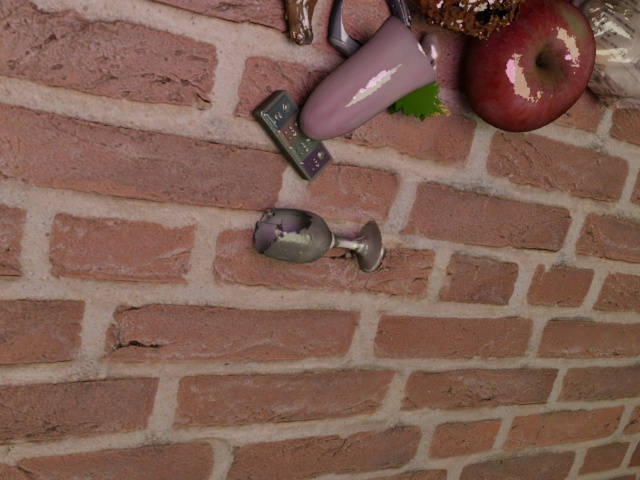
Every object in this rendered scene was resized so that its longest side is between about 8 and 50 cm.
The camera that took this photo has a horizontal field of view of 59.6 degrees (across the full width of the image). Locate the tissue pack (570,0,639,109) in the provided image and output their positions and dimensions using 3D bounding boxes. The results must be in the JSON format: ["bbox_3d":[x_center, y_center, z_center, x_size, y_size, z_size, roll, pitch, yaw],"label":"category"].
[{"bbox_3d":[0.857,-0.595,1.574,0.376,0.195,0.390,33,91,-26],"label":"tissue pack"}]

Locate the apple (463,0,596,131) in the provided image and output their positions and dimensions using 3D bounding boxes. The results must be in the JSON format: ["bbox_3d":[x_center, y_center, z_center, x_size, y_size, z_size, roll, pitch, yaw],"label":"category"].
[{"bbox_3d":[0.510,-0.444,1.418,0.345,0.269,0.344,-3,102,-13],"label":"apple"}]

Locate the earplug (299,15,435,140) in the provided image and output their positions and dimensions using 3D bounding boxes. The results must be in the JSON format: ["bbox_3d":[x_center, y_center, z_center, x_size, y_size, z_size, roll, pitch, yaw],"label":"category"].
[{"bbox_3d":[0.080,-0.332,1.237,0.301,0.172,0.172,-36,122,4],"label":"earplug"}]

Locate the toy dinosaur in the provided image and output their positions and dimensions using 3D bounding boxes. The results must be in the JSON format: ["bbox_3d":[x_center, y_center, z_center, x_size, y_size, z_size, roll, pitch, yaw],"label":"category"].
[{"bbox_3d":[0.241,-0.395,1.391,0.177,0.152,0.194,-59,144,-44],"label":"toy dinosaur"}]

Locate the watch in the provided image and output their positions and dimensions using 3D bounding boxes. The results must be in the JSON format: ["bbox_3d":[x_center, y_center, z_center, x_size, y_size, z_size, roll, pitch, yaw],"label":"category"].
[{"bbox_3d":[0.121,-0.507,1.299,0.206,0.068,0.192,26,96,-30],"label":"watch"}]

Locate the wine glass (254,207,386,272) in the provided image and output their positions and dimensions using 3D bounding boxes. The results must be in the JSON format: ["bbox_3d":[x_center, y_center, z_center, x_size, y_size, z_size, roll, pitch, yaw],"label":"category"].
[{"bbox_3d":[0.000,0.000,1.383,0.321,0.143,0.143,7,105,-30],"label":"wine glass"}]

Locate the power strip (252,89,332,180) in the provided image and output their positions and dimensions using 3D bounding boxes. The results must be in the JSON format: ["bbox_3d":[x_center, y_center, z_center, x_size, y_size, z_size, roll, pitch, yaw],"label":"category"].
[{"bbox_3d":[-0.044,-0.262,1.315,0.145,0.061,0.215,-46,123,-13],"label":"power strip"}]

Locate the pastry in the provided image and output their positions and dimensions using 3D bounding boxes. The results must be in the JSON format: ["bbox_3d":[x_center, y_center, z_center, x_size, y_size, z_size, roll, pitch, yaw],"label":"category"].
[{"bbox_3d":[0.333,-0.578,1.245,0.275,0.193,0.274,0,96,2],"label":"pastry"}]

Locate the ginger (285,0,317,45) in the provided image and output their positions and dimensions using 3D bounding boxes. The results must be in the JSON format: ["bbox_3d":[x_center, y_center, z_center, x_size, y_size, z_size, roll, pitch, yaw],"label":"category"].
[{"bbox_3d":[-0.009,-0.567,1.205,0.290,0.084,0.122,-66,164,10],"label":"ginger"}]
